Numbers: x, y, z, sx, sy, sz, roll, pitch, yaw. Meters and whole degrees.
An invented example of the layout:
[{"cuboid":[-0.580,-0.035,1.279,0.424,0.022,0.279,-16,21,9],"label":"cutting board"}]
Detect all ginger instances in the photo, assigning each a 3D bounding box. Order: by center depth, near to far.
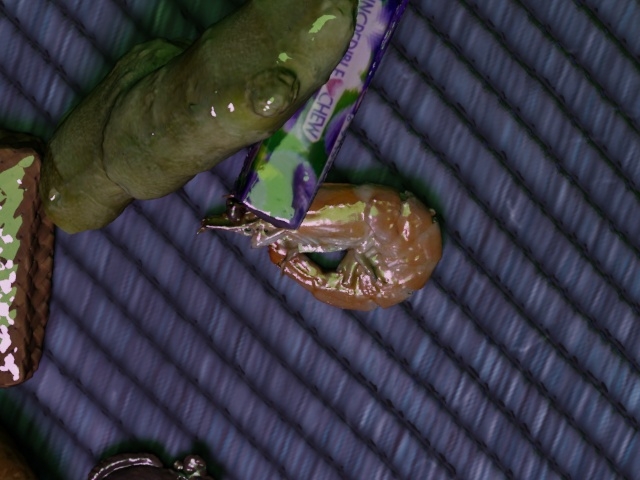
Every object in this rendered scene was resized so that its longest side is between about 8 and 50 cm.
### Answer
[{"cuboid":[-0.089,-0.096,1.042,0.290,0.137,0.089,-23,112,47],"label":"ginger"}]

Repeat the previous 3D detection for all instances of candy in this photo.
[{"cuboid":[0.024,-0.156,1.078,0.061,0.088,0.312,25,90,-5],"label":"candy"}]

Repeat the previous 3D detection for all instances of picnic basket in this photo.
[{"cuboid":[-0.251,0.016,1.138,0.110,0.055,0.193,5,101,-2],"label":"picnic basket"}]

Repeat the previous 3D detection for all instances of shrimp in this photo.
[{"cuboid":[0.000,0.000,1.152,0.180,0.041,0.099,7,114,-3],"label":"shrimp"}]

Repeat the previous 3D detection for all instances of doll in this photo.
[{"cuboid":[-0.142,0.231,1.175,0.165,0.057,0.139,-30,96,-1],"label":"doll"}]

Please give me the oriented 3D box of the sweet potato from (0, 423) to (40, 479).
[{"cuboid":[-0.277,0.144,1.135,0.269,0.075,0.075,36,97,-1],"label":"sweet potato"}]
